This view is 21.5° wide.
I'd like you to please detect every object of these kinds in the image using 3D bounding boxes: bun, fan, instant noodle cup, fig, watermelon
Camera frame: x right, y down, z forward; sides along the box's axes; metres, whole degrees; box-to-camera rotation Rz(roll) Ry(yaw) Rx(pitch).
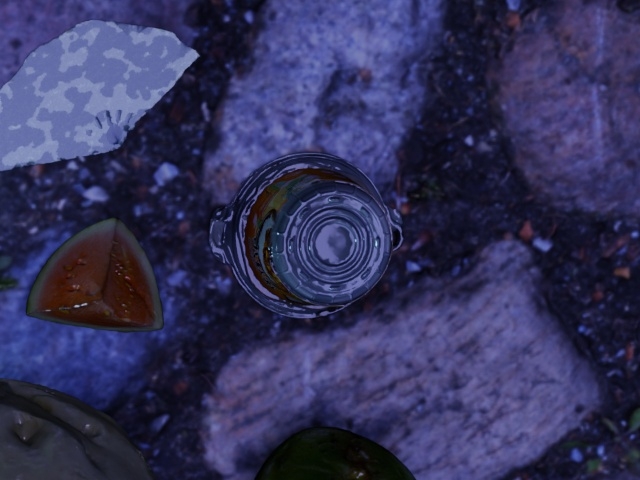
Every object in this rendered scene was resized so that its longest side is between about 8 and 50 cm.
[{"bbox_3d":[-0.317,0.239,1.572,0.326,0.362,0.234,-11,100,-57],"label":"bun"},{"bbox_3d":[-0.237,-0.152,1.718,0.240,0.009,0.131,-30,101,-9],"label":"fan"},{"bbox_3d":[0.000,0.000,1.731,0.208,0.125,0.177,-16,99,-12],"label":"instant noodle cup"},{"bbox_3d":[0.002,0.332,1.765,0.203,0.203,0.235,9,132,-14],"label":"fig"},{"bbox_3d":[-0.231,0.056,1.696,0.135,0.094,0.125,-22,108,-7],"label":"watermelon"}]
